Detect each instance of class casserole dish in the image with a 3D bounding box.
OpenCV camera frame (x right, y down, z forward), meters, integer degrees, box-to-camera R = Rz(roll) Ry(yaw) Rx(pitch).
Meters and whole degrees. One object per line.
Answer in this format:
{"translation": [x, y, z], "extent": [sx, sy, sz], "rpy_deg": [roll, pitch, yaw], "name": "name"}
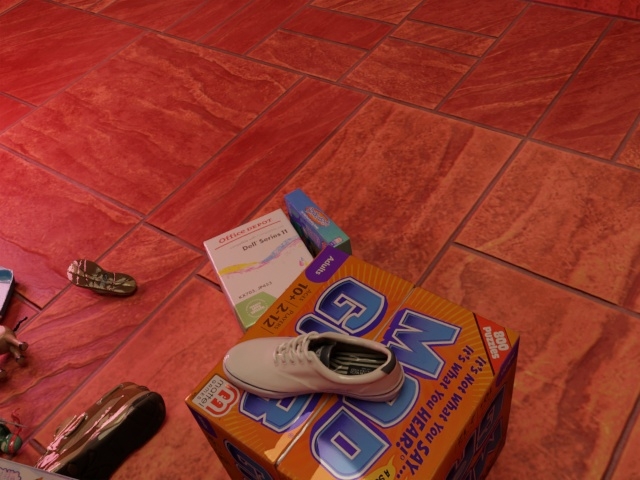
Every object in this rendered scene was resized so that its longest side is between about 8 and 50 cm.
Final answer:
{"translation": [-0.813, 0.146, 1.599], "extent": [0.114, 0.037, 0.188], "rpy_deg": [-7, 46, 5], "name": "casserole dish"}

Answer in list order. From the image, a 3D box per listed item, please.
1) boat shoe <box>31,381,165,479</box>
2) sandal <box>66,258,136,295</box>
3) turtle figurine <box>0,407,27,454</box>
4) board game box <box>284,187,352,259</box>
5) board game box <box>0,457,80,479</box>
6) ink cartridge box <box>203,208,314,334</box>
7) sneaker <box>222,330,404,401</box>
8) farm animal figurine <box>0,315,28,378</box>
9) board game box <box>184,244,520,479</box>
{"translation": [-0.451, 0.396, 1.251], "extent": [0.120, 0.123, 0.324], "rpy_deg": [25, 48, 36], "name": "boat shoe"}
{"translation": [-0.532, 0.099, 1.585], "extent": [0.180, 0.049, 0.072], "rpy_deg": [15, 56, 5], "name": "sandal"}
{"translation": [-0.684, 0.401, 1.287], "extent": [0.234, 0.118, 0.175], "rpy_deg": [5, 90, 1], "name": "turtle figurine"}
{"translation": [0.000, 0.000, 1.491], "extent": [0.047, 0.160, 0.210], "rpy_deg": [-29, 49, -16], "name": "board game box"}
{"translation": [-0.446, 0.527, 1.011], "extent": [0.066, 0.318, 0.319], "rpy_deg": [-40, 33, 34], "name": "board game box"}
{"translation": [-0.131, 0.065, 1.483], "extent": [0.207, 0.119, 0.353], "rpy_deg": [-25, 48, -12], "name": "ink cartridge box"}
{"translation": [-0.015, 0.160, 0.897], "extent": [0.258, 0.091, 0.094], "rpy_deg": [0, 48, 12], "name": "sneaker"}
{"translation": [-0.828, 0.271, 1.367], "extent": [0.172, 0.330, 0.327], "rpy_deg": [25, 87, 32], "name": "farm animal figurine"}
{"translation": [0.070, 0.299, 1.063], "extent": [0.356, 0.357, 0.356], "rpy_deg": [24, 57, 30], "name": "board game box"}
